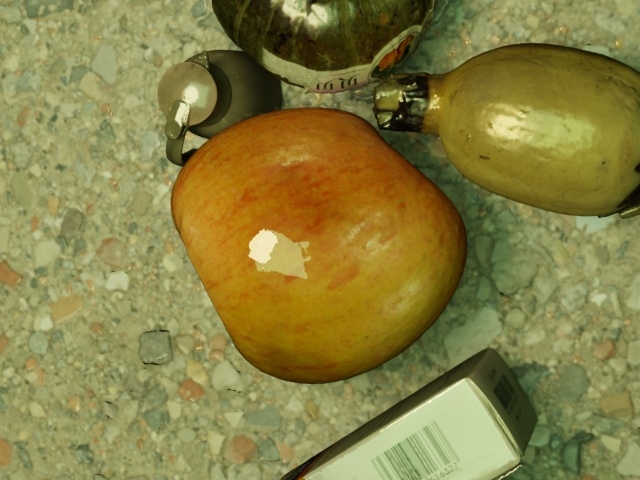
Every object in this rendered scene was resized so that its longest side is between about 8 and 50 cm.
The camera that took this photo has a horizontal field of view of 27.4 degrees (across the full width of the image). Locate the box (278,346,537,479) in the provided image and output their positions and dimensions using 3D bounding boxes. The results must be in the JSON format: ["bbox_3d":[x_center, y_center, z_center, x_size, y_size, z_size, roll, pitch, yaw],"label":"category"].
[{"bbox_3d":[0.078,0.245,1.420,0.299,0.200,0.106,-33,86,14],"label":"box"}]

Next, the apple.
[{"bbox_3d":[0.000,0.000,1.379,0.275,0.299,0.299,-31,87,-1],"label":"apple"}]

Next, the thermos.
[{"bbox_3d":[-0.122,-0.143,1.437,0.105,0.193,0.137,27,101,9],"label":"thermos"}]

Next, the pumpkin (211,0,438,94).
[{"bbox_3d":[0.004,-0.283,1.405,0.260,0.189,0.260,2,70,-6],"label":"pumpkin"}]

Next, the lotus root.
[{"bbox_3d":[0.208,-0.124,1.363,0.309,0.183,0.183,13,98,8],"label":"lotus root"}]
